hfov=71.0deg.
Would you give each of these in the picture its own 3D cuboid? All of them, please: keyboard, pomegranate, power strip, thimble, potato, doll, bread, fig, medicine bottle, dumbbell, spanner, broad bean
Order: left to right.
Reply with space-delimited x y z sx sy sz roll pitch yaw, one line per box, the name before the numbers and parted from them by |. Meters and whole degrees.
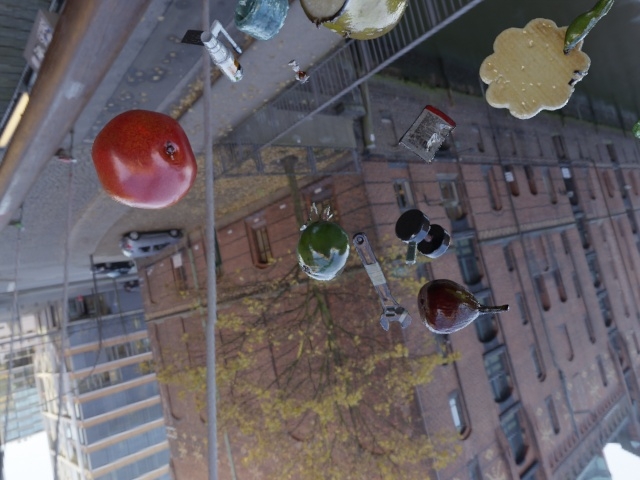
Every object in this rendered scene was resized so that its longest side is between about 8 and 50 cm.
pomegranate | -0.399 -0.174 1.011 0.221 0.220 0.257 -9 -177 -34
keyboard | -0.466 -0.763 1.688 0.198 0.063 0.010 28 180 41
medicine bottle | -0.283 -0.559 1.334 0.061 0.092 0.221 32 -179 12
thimble | -0.242 -0.921 1.807 0.143 0.198 0.235 15 172 -40
doll | -0.075 -0.595 1.580 0.040 0.058 0.085 -50 148 -15
pomegranate | 0.000 0.000 1.092 0.131 0.191 0.152 -4 151 -12
potato | 0.116 -0.748 1.192 0.296 0.397 0.290 -12 -152 -40
spanner | 0.161 0.120 1.263 0.087 0.315 0.024 -25 -166 7
power strip | 0.270 0.034 1.332 0.027 0.083 0.017 -1 146 22
dumbbell | 0.446 -0.028 1.961 0.218 0.152 0.153 29 147 -36
fig | 0.471 0.199 1.503 0.290 0.190 0.190 -18 173 7
bread | 0.665 -0.536 1.411 0.316 0.315 0.054 -16 176 26
broad bean | 0.760 -0.630 1.278 0.048 0.070 0.213 15 111 -55

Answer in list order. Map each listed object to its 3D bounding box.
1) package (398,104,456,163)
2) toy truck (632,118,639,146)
package | 0.440 -0.438 1.828 0.239 0.154 0.030 -52 176 -14
toy truck | 0.711 -0.215 0.832 0.187 0.148 0.210 -6 145 -35
